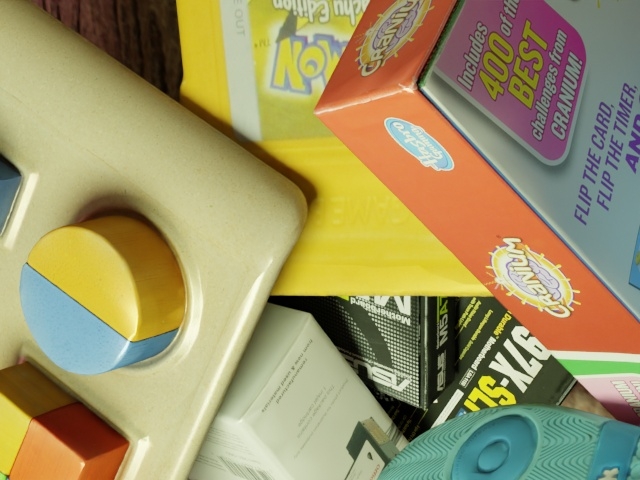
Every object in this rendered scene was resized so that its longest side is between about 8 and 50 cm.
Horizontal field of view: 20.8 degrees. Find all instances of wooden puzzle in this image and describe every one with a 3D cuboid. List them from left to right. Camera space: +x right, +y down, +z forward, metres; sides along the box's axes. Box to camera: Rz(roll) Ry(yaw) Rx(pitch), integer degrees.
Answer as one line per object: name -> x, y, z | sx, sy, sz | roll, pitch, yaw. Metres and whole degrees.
wooden puzzle -> -0.206, 0.045, 1.100 | 0.322, 0.080, 0.347 | 35, 111, 23

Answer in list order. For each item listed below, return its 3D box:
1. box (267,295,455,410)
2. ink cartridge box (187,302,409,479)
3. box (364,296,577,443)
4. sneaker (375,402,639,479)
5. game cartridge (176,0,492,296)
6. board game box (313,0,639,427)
box -> 0.000, 0.000, 1.139 | 0.191, 0.045, 0.184 | 22, 130, 28
ink cartridge box -> -0.032, 0.136, 1.195 | 0.160, 0.092, 0.219 | 12, 149, 43
box -> 0.072, 0.020, 1.183 | 0.257, 0.079, 0.322 | 37, 138, 10
sneaker -> 0.181, 0.183, 0.842 | 0.319, 0.127, 0.208 | 0, 142, 44
game cartridge -> 0.037, -0.128, 1.001 | 0.285, 0.053, 0.323 | -2, 95, 33
board game box -> 0.161, -0.055, 0.849 | 0.064, 0.242, 0.316 | -12, 133, 47
